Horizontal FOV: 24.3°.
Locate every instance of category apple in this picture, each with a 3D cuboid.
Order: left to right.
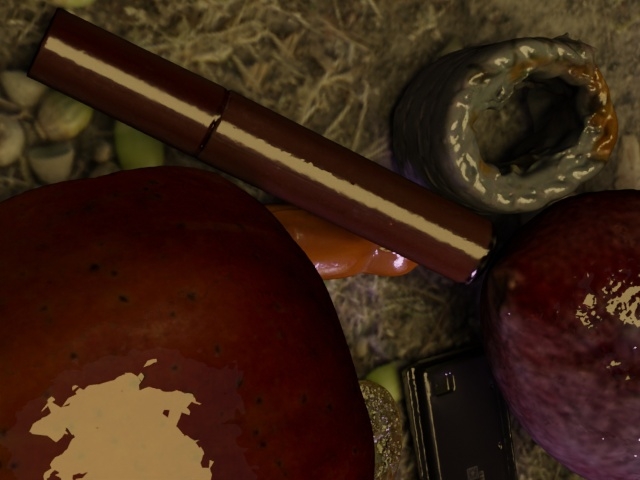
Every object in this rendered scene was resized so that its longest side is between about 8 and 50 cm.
[{"bbox_3d":[-0.145,0.139,0.999,0.365,0.295,0.329,-7,68,-20],"label":"apple"}]

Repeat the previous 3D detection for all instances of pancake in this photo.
[{"bbox_3d":[0.017,0.158,1.159,0.108,0.017,0.108,-1,93,-23],"label":"pancake"}]

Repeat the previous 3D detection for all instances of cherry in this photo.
[{"bbox_3d":[0.240,0.070,1.143,0.300,0.203,0.230,28,124,-31],"label":"cherry"}]

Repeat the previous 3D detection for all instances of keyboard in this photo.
[{"bbox_3d":[0.119,0.201,1.207,0.093,0.025,0.230,-13,101,-25],"label":"keyboard"}]

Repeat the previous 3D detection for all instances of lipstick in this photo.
[{"bbox_3d":[-0.034,-0.062,1.057,0.356,0.057,0.057,25,85,-16],"label":"lipstick"}]

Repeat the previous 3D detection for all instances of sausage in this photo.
[{"bbox_3d":[0.000,0.000,1.115,0.183,0.054,0.062,-3,130,-26],"label":"sausage"}]

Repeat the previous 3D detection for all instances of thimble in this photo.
[{"bbox_3d":[0.138,-0.088,1.134,0.151,0.118,0.127,-17,99,-20],"label":"thimble"}]
